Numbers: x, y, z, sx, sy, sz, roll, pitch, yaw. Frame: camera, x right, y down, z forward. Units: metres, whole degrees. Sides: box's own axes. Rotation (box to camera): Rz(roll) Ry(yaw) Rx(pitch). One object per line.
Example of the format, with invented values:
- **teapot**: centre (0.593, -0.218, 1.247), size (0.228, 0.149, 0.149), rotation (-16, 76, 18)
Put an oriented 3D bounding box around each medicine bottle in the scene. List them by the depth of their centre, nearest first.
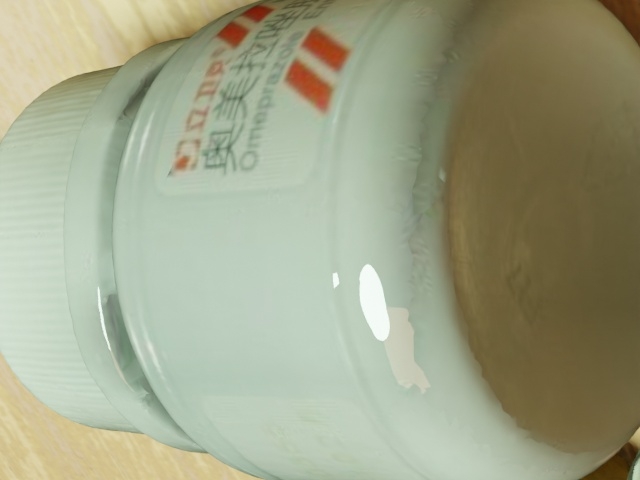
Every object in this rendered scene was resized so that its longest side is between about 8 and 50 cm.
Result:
- **medicine bottle**: centre (0.000, 0.000, 0.897), size (0.306, 0.245, 0.245), rotation (-4, 134, 41)

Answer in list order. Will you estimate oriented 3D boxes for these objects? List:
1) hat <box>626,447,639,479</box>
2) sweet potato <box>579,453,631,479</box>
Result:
- **hat**: centre (0.301, 0.201, 1.039), size (0.168, 0.258, 0.301), rotation (-39, 93, 20)
- **sweet potato**: centre (0.143, 0.169, 1.127), size (0.359, 0.112, 0.112), rotation (41, 138, -25)
